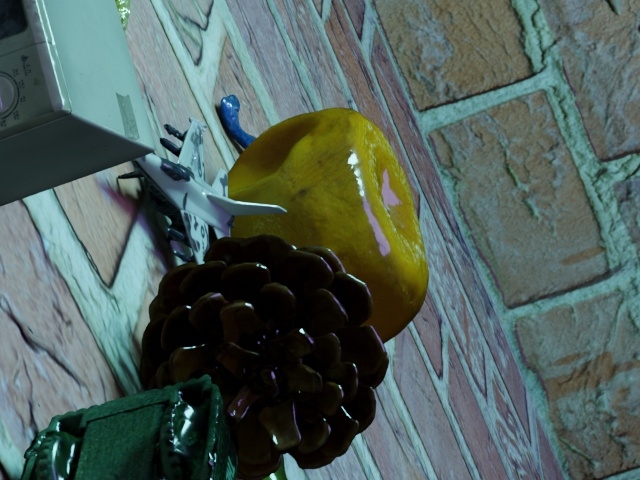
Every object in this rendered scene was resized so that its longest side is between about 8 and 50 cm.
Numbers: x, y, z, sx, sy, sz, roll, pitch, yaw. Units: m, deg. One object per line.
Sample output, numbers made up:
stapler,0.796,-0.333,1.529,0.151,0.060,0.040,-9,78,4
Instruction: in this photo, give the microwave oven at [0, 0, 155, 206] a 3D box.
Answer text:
microwave oven,-0.221,-0.157,1.232,0.194,0.145,0.240,30,43,-76

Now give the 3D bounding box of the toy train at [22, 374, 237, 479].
toy train,-0.110,0.228,1.176,0.330,0.139,0.178,-85,158,-60

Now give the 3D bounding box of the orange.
orange,0.000,0.000,1.885,0.249,0.183,0.249,-20,90,-75

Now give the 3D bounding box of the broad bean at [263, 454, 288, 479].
broad bean,-0.023,0.302,1.613,0.077,0.061,0.339,38,33,-48

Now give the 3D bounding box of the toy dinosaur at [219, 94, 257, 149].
toy dinosaur,-0.039,-0.038,2.116,0.188,0.075,0.247,-5,82,-68

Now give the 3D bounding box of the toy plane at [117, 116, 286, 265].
toy plane,-0.123,-0.041,1.688,0.234,0.082,0.160,21,60,-56

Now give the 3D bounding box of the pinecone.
pinecone,-0.045,0.098,1.501,0.208,0.208,0.207,-19,90,-78

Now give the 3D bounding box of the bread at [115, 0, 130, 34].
bread,-0.201,-0.152,1.395,0.129,0.111,0.114,14,60,-50
